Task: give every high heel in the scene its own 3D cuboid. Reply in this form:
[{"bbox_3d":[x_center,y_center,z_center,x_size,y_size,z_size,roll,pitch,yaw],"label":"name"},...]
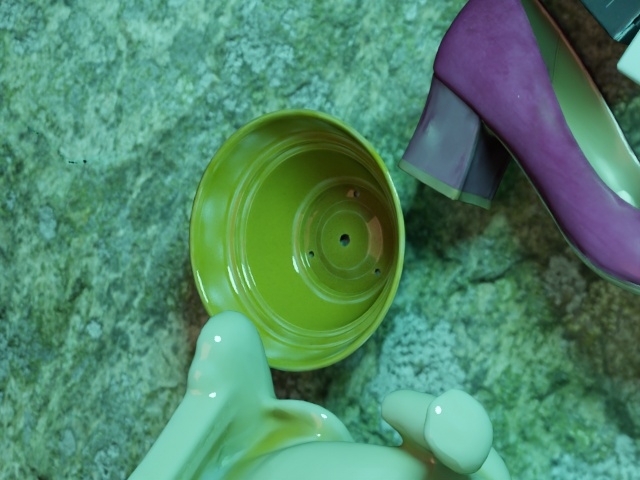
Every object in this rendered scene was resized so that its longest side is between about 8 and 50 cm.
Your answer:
[{"bbox_3d":[0.232,-0.065,1.207,0.377,0.127,0.181,28,99,27],"label":"high heel"}]

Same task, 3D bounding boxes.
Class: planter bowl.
[{"bbox_3d":[0.000,0.000,1.379,0.217,0.090,0.217,0,89,34],"label":"planter bowl"}]

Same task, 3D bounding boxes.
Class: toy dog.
[{"bbox_3d":[0.058,0.289,1.219,0.408,0.284,0.395,12,127,27],"label":"toy dog"}]

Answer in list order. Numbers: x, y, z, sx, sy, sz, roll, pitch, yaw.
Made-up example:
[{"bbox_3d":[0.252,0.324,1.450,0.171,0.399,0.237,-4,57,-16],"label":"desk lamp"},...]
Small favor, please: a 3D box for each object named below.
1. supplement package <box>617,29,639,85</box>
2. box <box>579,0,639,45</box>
[{"bbox_3d":[0.380,-0.100,1.067,0.293,0.175,0.177,43,114,27],"label":"supplement package"},{"bbox_3d":[0.230,-0.264,1.211,0.153,0.108,0.207,-45,67,26],"label":"box"}]
